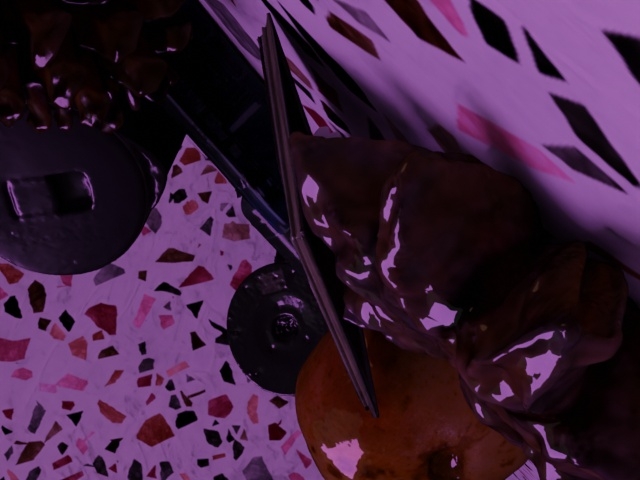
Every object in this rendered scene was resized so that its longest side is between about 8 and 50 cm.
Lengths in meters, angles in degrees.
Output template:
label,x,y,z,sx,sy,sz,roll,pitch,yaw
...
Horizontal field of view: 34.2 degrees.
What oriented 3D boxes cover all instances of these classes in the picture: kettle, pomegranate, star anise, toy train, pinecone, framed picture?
label,x,y,z,sx,sy,sz,roll,pitch,yaw
kettle,0.001,0.073,1.345,0.236,0.161,0.221,-6,-100,-63
pomegranate,0.084,0.127,0.916,0.215,0.215,0.215,45,176,4
star anise,0.100,0.048,0.597,0.315,0.108,0.315,40,170,9
toy train,-0.135,-0.172,0.954,0.409,0.086,0.089,48,177,-30
pinecone,-0.213,-0.194,0.731,0.292,0.246,0.246,29,-174,-33
framed picture,-0.001,-0.009,0.754,0.252,0.014,0.197,69,-171,-53
kettle,-0.270,-0.120,1.057,0.262,0.203,0.308,18,-153,-8

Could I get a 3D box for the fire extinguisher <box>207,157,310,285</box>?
label,x,y,z,sx,sy,sz,roll,pitch,yaw
fire extinguisher,0.000,0.000,1.150,0.311,0.095,0.114,48,-144,-14

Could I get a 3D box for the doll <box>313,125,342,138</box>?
label,x,y,z,sx,sy,sz,roll,pitch,yaw
doll,0.011,-0.063,0.892,0.058,0.040,0.085,23,164,46
